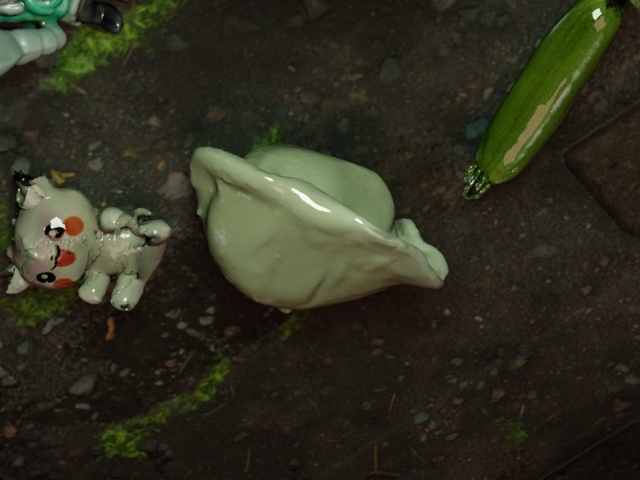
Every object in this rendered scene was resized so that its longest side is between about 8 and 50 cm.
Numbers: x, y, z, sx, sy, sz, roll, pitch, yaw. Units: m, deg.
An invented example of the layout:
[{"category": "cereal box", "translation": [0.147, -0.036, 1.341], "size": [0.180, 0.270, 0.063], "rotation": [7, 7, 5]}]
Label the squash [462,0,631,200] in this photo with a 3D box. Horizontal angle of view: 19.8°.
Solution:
[{"category": "squash", "translation": [0.258, -0.174, 2.061], "size": [0.071, 0.080, 0.318], "rotation": [20, 120, -28]}]

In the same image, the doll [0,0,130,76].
[{"category": "doll", "translation": [-0.299, -0.260, 1.774], "size": [0.258, 0.153, 0.195], "rotation": [-20, 123, -24]}]

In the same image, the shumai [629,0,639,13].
[{"category": "shumai", "translation": [0.425, -0.341, 1.924], "size": [0.218, 0.189, 0.256], "rotation": [-7, 103, -37]}]

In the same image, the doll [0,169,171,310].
[{"category": "doll", "translation": [-0.264, -0.001, 2.041], "size": [0.192, 0.095, 0.149], "rotation": [9, 120, -22]}]

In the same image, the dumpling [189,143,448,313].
[{"category": "dumpling", "translation": [0.000, 0.000, 2.032], "size": [0.318, 0.243, 0.187], "rotation": [22, 91, -44]}]

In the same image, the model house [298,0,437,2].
[{"category": "model house", "translation": [-0.069, -0.378, 1.671], "size": [0.339, 0.297, 0.360], "rotation": [0, 176, 16]}]
